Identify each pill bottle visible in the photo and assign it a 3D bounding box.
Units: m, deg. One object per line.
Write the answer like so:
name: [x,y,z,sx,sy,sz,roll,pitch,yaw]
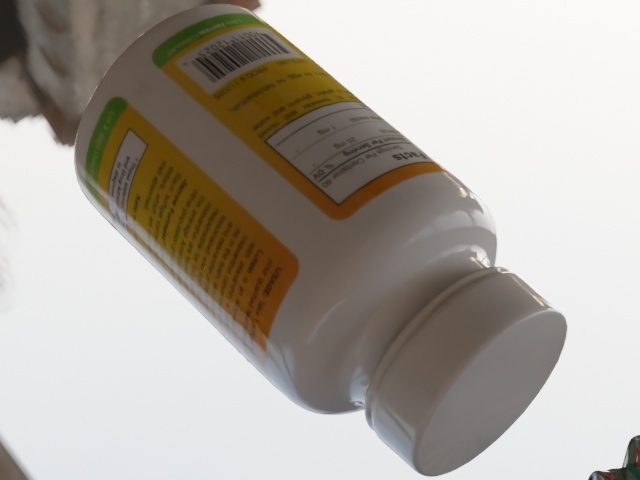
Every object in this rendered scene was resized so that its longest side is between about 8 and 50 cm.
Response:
pill bottle: [0.000,0.000,0.773,0.136,0.136,0.246,-38,-120,-17]

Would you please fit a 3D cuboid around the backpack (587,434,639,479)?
backpack: [0.389,0.364,1.719,0.191,0.253,0.225,-10,-138,-15]
